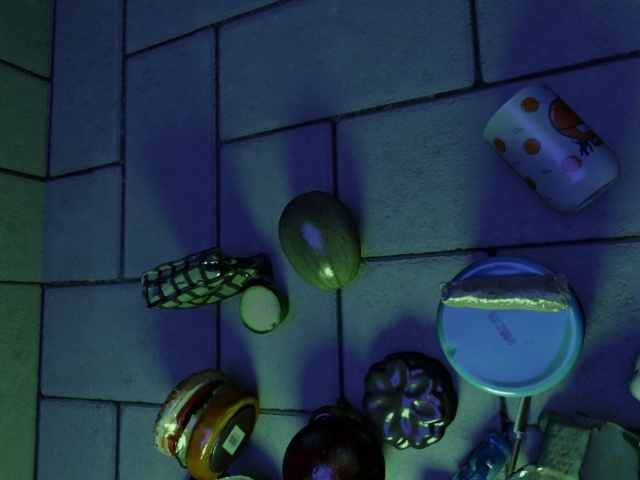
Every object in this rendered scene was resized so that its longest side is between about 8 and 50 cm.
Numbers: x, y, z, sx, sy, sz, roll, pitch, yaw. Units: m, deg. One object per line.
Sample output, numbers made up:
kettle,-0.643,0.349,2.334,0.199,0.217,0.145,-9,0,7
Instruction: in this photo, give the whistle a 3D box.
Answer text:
whistle,0.427,0.623,1.403,0.269,0.180,0.093,-41,75,-20

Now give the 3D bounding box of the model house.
model house,0.617,0.585,1.275,0.298,0.243,0.284,-65,18,-16

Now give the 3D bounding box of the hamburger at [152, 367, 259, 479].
hamburger,-0.379,0.603,1.721,0.250,0.330,0.330,22,94,22

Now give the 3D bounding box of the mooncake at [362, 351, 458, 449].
mooncake,0.254,0.468,1.521,0.283,0.141,0.283,-5,80,28

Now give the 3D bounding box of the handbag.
handbag,-0.381,0.129,1.772,0.327,0.325,0.163,-18,79,24

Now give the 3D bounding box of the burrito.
burrito,0.401,0.119,1.149,0.275,0.059,0.082,-5,74,26

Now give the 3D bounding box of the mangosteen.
mangosteen,0.033,0.649,1.541,0.306,0.306,0.359,-38,38,18

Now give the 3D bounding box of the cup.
cup,0.619,-0.236,1.381,0.212,0.212,0.317,-41,70,17

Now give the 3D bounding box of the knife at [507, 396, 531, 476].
knife,0.541,0.514,1.402,0.022,0.046,0.256,2,71,54

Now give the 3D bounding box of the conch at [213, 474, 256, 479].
conch,-0.258,0.917,1.700,0.352,0.210,0.297,-9,79,5

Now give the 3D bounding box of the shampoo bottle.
shampoo bottle,0.490,0.210,1.317,0.331,0.342,0.331,-3,83,27

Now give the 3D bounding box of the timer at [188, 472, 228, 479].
timer,-0.419,0.895,1.854,0.144,0.055,0.187,27,96,27

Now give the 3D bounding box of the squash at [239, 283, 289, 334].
squash,-0.184,0.235,1.775,0.170,0.123,0.170,-3,83,25

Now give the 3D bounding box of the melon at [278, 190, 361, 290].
melon,0.000,0.000,1.645,0.248,0.248,0.329,-29,75,21

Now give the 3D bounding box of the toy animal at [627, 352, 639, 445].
toy animal,0.845,0.372,1.204,0.206,0.271,0.265,-37,44,43
